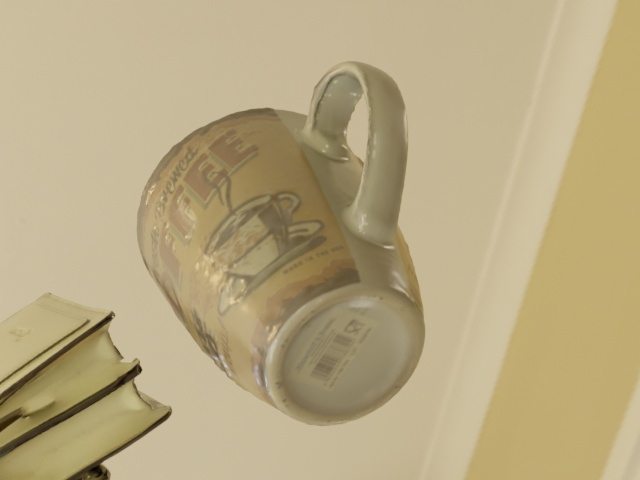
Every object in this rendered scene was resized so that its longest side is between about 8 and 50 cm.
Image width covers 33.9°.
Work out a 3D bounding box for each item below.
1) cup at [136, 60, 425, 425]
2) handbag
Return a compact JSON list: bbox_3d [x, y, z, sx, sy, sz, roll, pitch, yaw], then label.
[{"bbox_3d":[0.000,0.000,0.909,0.227,0.257,0.301,17,-71,-33],"label":"cup"},{"bbox_3d":[-0.349,0.194,1.244,0.237,0.359,0.160,-31,-76,-22],"label":"handbag"}]
